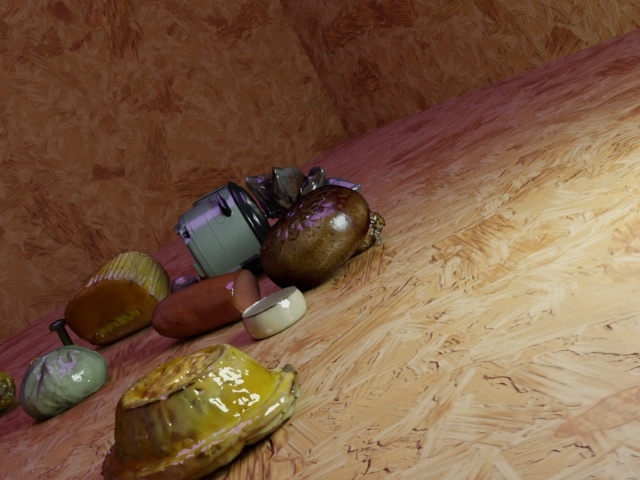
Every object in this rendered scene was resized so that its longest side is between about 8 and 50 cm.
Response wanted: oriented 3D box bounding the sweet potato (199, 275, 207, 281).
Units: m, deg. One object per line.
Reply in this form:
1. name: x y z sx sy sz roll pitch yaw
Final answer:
1. sweet potato: -0.301 0.094 2.218 0.067 0.067 0.274 -28 11 0

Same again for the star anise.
1. star anise: -0.037 -0.108 2.124 0.331 0.118 0.332 4 -22 2

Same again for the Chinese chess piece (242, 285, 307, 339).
1. Chinese chess piece: -0.083 0.131 1.482 0.122 0.051 0.122 -28 8 4

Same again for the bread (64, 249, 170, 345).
1. bread: -0.535 0.169 2.159 0.288 0.204 0.156 -27 31 24

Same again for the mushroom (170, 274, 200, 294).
1. mushroom: -0.360 0.132 2.187 0.083 0.067 0.083 -19 -25 -9

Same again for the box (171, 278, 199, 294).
1. box: -0.340 0.146 2.088 0.074 0.054 0.099 -25 10 7

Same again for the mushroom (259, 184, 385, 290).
1. mushroom: -0.002 -0.015 1.683 0.278 0.163 0.297 -32 9 -19

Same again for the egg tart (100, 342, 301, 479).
1. egg tart: -0.163 0.221 1.066 0.288 0.118 0.288 -23 9 4

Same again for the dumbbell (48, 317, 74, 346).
1. dumbbell: -0.687 0.269 2.209 0.052 0.118 0.046 -29 13 -17

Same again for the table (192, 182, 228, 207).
1. table: -0.257 -0.040 2.335 0.126 0.220 0.126 -28 11 6

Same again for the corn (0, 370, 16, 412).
1. corn: -0.875 0.393 2.098 0.120 0.120 0.363 -36 10 -38

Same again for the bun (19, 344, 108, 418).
1. bun: -0.555 0.292 1.748 0.195 0.118 0.195 -23 10 4

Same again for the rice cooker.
1. rice cooker: -0.219 -0.013 2.056 0.227 0.280 0.241 -31 54 0

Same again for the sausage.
1. sausage: -0.248 0.139 1.722 0.259 0.114 0.113 -20 12 32

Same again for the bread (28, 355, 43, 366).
1. bread: -0.719 0.333 2.100 0.046 0.081 0.083 -19 42 -5
